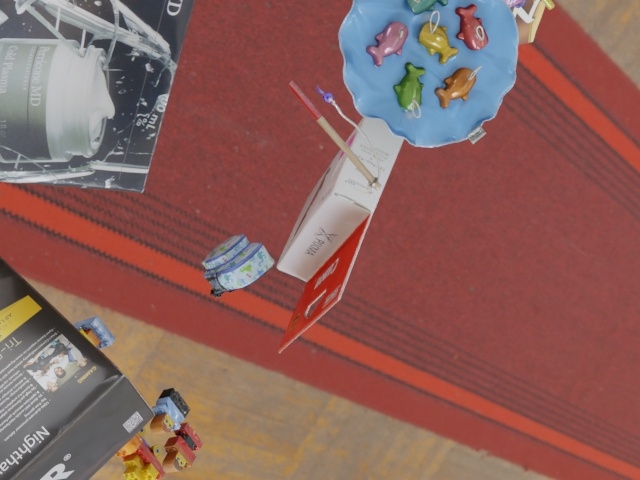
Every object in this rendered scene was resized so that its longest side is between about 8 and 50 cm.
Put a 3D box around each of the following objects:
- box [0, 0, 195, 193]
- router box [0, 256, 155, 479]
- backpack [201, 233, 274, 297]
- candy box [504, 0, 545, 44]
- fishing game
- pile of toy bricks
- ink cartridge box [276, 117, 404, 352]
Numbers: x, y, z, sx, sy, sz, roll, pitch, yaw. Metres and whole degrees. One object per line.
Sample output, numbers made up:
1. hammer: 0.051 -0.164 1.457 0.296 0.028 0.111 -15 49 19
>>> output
1. box: -0.458 -0.351 1.114 0.472 0.297 0.479 2 119 -37
2. router box: -0.329 0.161 0.628 0.309 0.243 0.081 -43 148 -21
3. backpack: -0.148 0.040 1.405 0.105 0.114 0.084 -44 111 -35
4. candy box: 0.167 -0.264 0.921 0.187 0.053 0.109 -14 152 -9
5. fishing game: 0.109 -0.177 0.750 0.264 0.041 0.189 -43 108 -5
6. pile of toy bricks: -0.214 0.179 0.769 0.118 0.105 0.212 -18 115 28
7. ink cartridge box: 0.000 0.000 1.019 0.060 0.275 0.238 27 64 -6
